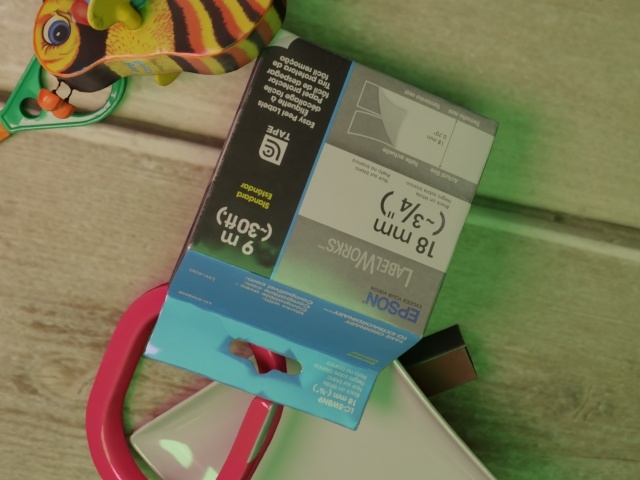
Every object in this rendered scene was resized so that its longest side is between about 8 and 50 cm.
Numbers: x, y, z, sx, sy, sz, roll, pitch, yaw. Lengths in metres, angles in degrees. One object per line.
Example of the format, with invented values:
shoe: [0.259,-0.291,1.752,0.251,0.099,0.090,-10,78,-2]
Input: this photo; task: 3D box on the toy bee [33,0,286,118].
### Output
toy bee: [-0.185,-0.183,0.835,0.298,0.195,0.162,9,85,32]

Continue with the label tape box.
label tape box: [0.000,0.000,0.890,0.240,0.106,0.334,21,85,-10]

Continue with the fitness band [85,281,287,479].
fitness band: [-0.151,0.180,1.015,0.209,0.054,0.291,32,111,17]

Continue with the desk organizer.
desk organizer: [0.110,0.151,1.058,0.130,0.047,0.050,-23,114,7]

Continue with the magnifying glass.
magnifying glass: [-0.302,-0.132,0.937,0.231,0.026,0.092,-29,111,8]

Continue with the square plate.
square plate: [0.008,0.269,1.056,0.344,0.049,0.347,-36,98,24]
